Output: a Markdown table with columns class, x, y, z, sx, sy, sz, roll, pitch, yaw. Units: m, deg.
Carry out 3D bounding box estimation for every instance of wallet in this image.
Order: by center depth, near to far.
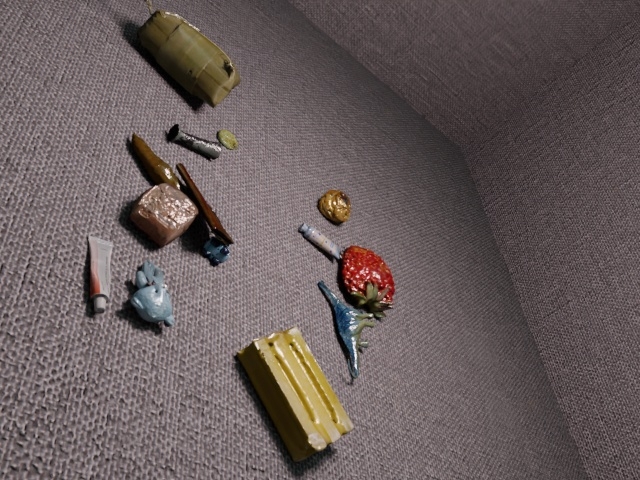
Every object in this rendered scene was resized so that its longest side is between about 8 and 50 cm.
| class | x | y | z | sx | sy | sz | roll | pitch | yaw |
| --- | --- | --- | --- | --- | --- | --- | --- | --- | --- |
| wallet | -0.321 | -0.094 | 1.818 | 0.255 | 0.031 | 0.137 | 55 | -2 | 28 |

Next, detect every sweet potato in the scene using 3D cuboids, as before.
| class | x | y | z | sx | sy | sz | roll | pitch | yaw |
| --- | --- | --- | --- | --- | --- | --- | --- | --- | --- |
| sweet potato | -0.444 | -0.194 | 1.814 | 0.274 | 0.067 | 0.067 | 52 | 28 | 5 |

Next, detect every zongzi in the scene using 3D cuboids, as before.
| class | x | y | z | sx | sy | sz | roll | pitch | yaw |
| --- | --- | --- | --- | --- | --- | --- | --- | --- | --- |
| zongzi | -0.462 | -0.662 | 2.247 | 0.447 | 0.181 | 0.418 | 43 | 14 | -9 |

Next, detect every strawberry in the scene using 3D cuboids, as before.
| class | x | y | z | sx | sy | sz | roll | pitch | yaw |
| --- | --- | --- | --- | --- | --- | --- | --- | --- | --- |
| strawberry | 0.167 | 0.099 | 2.296 | 0.233 | 0.137 | 0.306 | 29 | 37 | -33 |

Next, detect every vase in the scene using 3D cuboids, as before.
| class | x | y | z | sx | sy | sz | roll | pitch | yaw |
| --- | --- | --- | --- | --- | --- | --- | --- | --- | --- |
| vase | -0.386 | -0.303 | 2.026 | 0.167 | 0.059 | 0.059 | 20 | 41 | -44 |

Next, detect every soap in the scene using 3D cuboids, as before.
| class | x | y | z | sx | sy | sz | roll | pitch | yaw |
| --- | --- | --- | --- | --- | --- | --- | --- | --- | --- |
| soap | -0.064 | 0.384 | 1.673 | 0.199 | 0.091 | 0.315 | -11 | 67 | -58 |

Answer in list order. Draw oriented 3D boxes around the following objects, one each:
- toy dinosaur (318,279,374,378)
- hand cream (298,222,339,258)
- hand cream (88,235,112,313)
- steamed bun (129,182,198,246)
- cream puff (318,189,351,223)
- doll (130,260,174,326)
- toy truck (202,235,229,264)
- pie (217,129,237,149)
| class | x | y | z | sx | sy | sz | roll | pitch | yaw |
| --- | --- | --- | --- | --- | --- | --- | --- | --- | --- |
| toy dinosaur | 0.096 | 0.272 | 2.058 | 0.147 | 0.076 | 0.363 | 6 | 48 | -28 |
| hand cream | 0.000 | 0.000 | 2.251 | 0.170 | 0.043 | 0.065 | 37 | 29 | -19 |
| hand cream | -0.493 | 0.073 | 1.467 | 0.052 | 0.038 | 0.216 | 58 | 10 | -46 |
| steamed bun | -0.400 | -0.074 | 1.691 | 0.145 | 0.106 | 0.175 | 47 | 31 | -9 |
| cream puff | 0.061 | -0.127 | 2.439 | 0.133 | 0.104 | 0.119 | 56 | 22 | 6 |
| doll | -0.382 | 0.113 | 1.532 | 0.120 | 0.075 | 0.180 | 36 | 32 | -34 |
| toy truck | -0.281 | 0.021 | 1.817 | 0.073 | 0.056 | 0.090 | 44 | 17 | -8 |
| pie | -0.314 | -0.341 | 2.219 | 0.085 | 0.017 | 0.085 | 36 | 33 | -28 |
